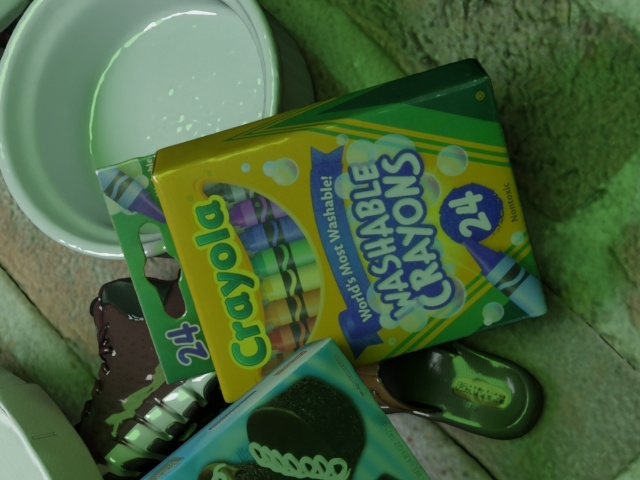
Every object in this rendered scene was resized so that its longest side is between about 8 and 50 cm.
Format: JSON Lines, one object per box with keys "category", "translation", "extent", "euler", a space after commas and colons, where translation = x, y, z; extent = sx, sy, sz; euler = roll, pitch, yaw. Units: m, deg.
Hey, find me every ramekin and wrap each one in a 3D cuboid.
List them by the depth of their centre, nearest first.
{"category": "ramekin", "translation": [-0.138, -0.113, 1.429], "extent": [0.277, 0.135, 0.277], "euler": [-3, 82, 22]}

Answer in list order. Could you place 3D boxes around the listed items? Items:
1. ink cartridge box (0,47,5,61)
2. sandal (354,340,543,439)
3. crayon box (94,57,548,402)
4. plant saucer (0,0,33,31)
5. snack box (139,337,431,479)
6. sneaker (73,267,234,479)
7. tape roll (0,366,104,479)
{"category": "ink cartridge box", "translation": [-0.338, -0.134, 1.539], "extent": [0.122, 0.088, 0.052], "euler": [-24, 75, 18]}
{"category": "sandal", "translation": [0.076, 0.116, 1.350], "extent": [0.219, 0.060, 0.090], "euler": [16, 89, 23]}
{"category": "crayon box", "translation": [0.000, 0.000, 1.291], "extent": [0.322, 0.083, 0.203], "euler": [-16, 108, 2]}
{"category": "plant saucer", "translation": [-0.416, -0.265, 1.536], "extent": [0.400, 0.100, 0.401], "euler": [-5, 54, 8]}
{"category": "snack box", "translation": [0.023, 0.259, 1.232], "extent": [0.187, 0.060, 0.322], "euler": [-39, 99, -25]}
{"category": "sneaker", "translation": [-0.181, 0.138, 1.442], "extent": [0.281, 0.106, 0.162], "euler": [-44, 64, 0]}
{"category": "tape roll", "translation": [-0.342, 0.288, 1.395], "extent": [0.392, 0.072, 0.392], "euler": [1, 92, 28]}
